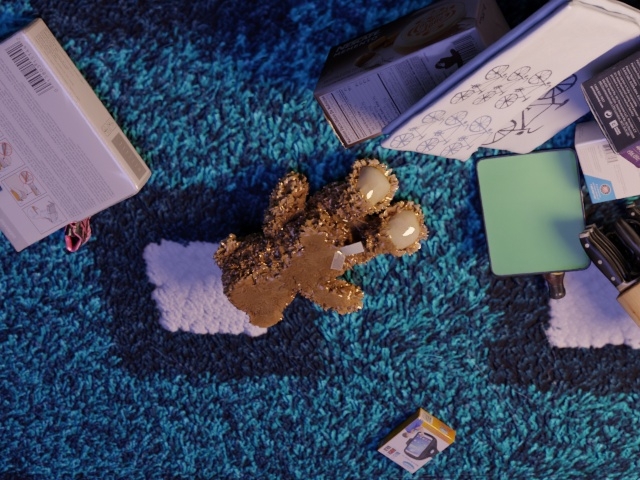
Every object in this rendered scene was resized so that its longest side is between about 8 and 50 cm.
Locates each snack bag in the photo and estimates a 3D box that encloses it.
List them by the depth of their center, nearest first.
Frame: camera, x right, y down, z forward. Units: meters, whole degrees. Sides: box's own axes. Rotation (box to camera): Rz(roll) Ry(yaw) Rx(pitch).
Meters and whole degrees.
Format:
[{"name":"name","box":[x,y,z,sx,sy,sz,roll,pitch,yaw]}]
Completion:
[{"name":"snack bag","box":[0.288,-0.197,1.596,0.323,0.342,0.037,-36,66,34]}]

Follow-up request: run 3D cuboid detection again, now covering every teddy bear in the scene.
[{"name":"teddy bear","box":[0.000,0.000,1.921,0.245,0.113,0.338,33,119,-19]}]

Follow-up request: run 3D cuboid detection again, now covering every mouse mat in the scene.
[{"name":"mouse mat","box":[0.314,-0.040,1.826,0.152,0.007,0.190,-5,105,18]}]

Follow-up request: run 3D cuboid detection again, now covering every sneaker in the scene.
[{"name":"sneaker","box":[-0.399,-0.033,2.011,0.047,0.057,0.119,10,126,9]}]

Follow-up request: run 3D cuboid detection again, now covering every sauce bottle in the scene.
[{"name":"sauce bottle","box":[0.353,0.032,1.884,0.042,0.042,0.128,-6,126,18]}]

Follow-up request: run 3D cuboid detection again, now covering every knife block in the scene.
[{"name":"knife block","box":[0.486,0.084,1.763,0.242,0.276,0.088,22,133,-32]}]

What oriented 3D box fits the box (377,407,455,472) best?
[{"name":"box","box":[0.164,0.358,2.177,0.081,0.028,0.136,35,124,-13]}]

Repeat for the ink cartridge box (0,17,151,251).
[{"name":"ink cartridge box","box":[-0.450,-0.157,1.910,0.261,0.066,0.296,-24,111,26]}]

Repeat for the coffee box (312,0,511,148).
[{"name":"coffee box","box":[0.127,-0.238,1.679,0.246,0.141,0.098,-19,119,27]}]

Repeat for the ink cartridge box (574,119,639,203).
[{"name":"ink cartridge box","box":[0.457,-0.126,1.727,0.181,0.061,0.104,-11,123,21]}]

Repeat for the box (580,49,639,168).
[{"name":"box","box":[0.461,-0.194,1.584,0.207,0.153,0.108,-30,74,21]}]
